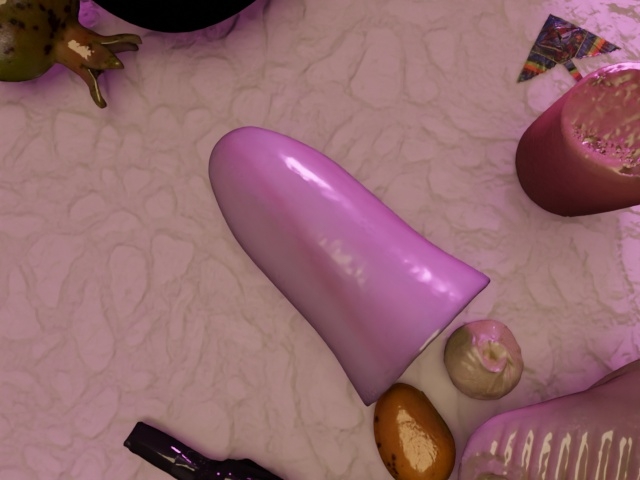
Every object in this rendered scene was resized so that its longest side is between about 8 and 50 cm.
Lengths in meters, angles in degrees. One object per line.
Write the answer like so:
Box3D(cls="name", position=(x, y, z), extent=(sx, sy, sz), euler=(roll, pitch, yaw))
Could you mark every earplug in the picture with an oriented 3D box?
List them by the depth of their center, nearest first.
Box3D(cls="earplug", position=(0.000, 0.000, 0.697), extent=(0.301, 0.172, 0.172), euler=(43, 88, 12))

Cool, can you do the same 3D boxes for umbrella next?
Box3D(cls="umbrella", position=(-0.052, 0.277, 0.703), extent=(0.340, 0.118, 0.118), euler=(25, 86, 14))

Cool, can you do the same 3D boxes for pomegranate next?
Box3D(cls="pomegranate", position=(-0.305, -0.232, 0.731), extent=(0.220, 0.156, 0.156), euler=(26, 87, 6))

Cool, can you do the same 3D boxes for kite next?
Box3D(cls="kite", position=(0.271, -0.212, 0.771), extent=(0.122, 0.004, 0.090), euler=(-23, 84, 1))

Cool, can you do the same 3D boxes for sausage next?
Box3D(cls="sausage", position=(0.261, -0.087, 0.638), extent=(0.123, 0.253, 0.123), euler=(0, 89, 6))

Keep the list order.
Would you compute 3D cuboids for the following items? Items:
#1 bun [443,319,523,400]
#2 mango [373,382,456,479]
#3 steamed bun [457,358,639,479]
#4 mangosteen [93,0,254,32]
Box3D(cls="bun", position=(0.172, 0.126, 0.719), extent=(0.086, 0.055, 0.086), euler=(0, 85, 2))
Box3D(cls="mango", position=(0.096, 0.204, 0.715), extent=(0.079, 0.057, 0.114), euler=(-20, 81, 8))
Box3D(cls="steamed bun", position=(0.319, 0.273, 0.625), extent=(0.324, 0.219, 0.309), euler=(-31, 68, 24))
Box3D(cls="mangosteen", position=(-0.145, -0.360, 0.657), extent=(0.275, 0.302, 0.274), euler=(0, 70, 1))
